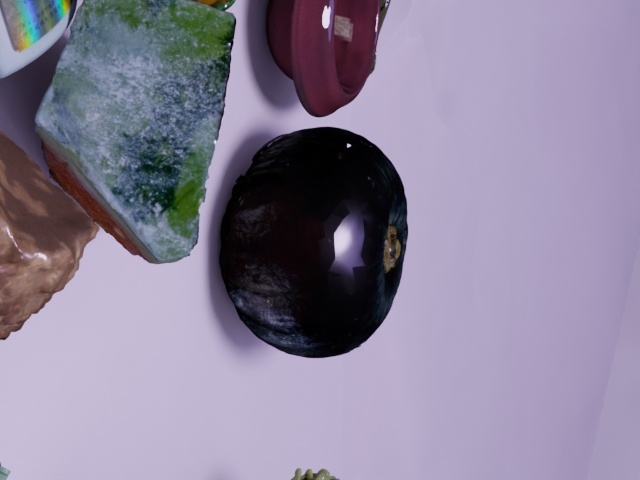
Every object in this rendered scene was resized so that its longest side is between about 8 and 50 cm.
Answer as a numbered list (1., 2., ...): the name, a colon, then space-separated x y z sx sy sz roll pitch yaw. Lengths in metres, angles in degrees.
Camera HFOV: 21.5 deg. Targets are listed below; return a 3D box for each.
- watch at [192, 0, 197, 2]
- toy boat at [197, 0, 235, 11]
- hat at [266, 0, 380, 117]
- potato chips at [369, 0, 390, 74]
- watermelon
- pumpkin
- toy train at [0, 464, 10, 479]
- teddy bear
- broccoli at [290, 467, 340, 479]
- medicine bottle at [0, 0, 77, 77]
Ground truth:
1. watch: -0.035 -0.375 1.251 0.314 0.327 0.335 -57 133 -46
2. toy boat: -0.102 -0.231 1.478 0.229 0.088 0.089 -39 131 -60
3. hat: -0.003 -0.224 1.713 0.205 0.089 0.205 7 90 -72
4. potato chips: 0.042 -0.246 1.899 0.209 0.026 0.142 -40 129 -59
5. watermelon: -0.152 -0.085 1.336 0.256 0.140 0.193 168 -61 -80
6. pumpkin: 0.000 0.000 1.673 0.233 0.163 0.233 6 90 -69
7. toy train: -0.270 0.176 1.237 0.093 0.038 0.056 47 58 -61
8. teddy bear: -0.277 -0.010 1.041 0.296 0.222 0.246 52 9 -36
9. broccoli: -0.028 0.348 1.607 0.235 0.260 0.288 42 25 -15
10. medicine bottle: -0.241 -0.236 1.159 0.121 0.083 0.229 -58 144 -46
